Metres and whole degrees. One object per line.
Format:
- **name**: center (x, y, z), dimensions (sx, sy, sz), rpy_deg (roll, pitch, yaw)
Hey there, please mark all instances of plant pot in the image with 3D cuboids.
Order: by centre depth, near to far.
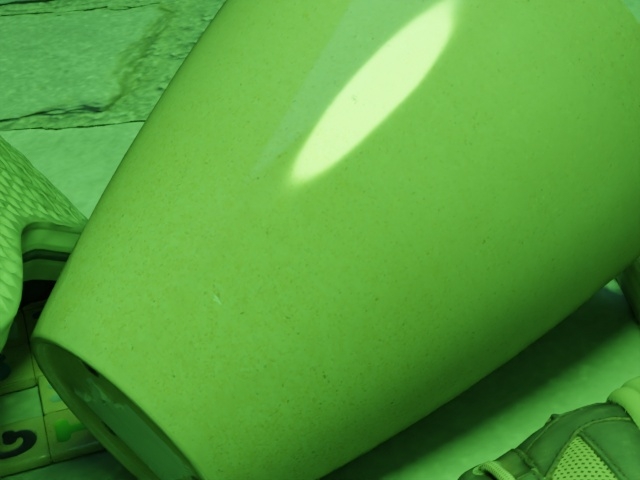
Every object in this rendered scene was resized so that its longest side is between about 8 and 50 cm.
- **plant pot**: center (0.000, 0.000, 0.775), dimensions (0.256, 0.256, 0.274), rpy_deg (22, 60, 44)

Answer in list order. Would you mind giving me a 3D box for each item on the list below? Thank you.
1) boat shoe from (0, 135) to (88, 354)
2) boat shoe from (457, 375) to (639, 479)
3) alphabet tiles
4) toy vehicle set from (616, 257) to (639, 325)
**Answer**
- **boat shoe**: center (-0.231, 0.011, 0.805), dimensions (0.156, 0.187, 0.500), rpy_deg (-48, 12, 6)
- **boat shoe**: center (0.121, 0.172, 0.535), dimensions (0.130, 0.132, 0.355), rpy_deg (-18, 20, 3)
- **alphabet tiles**: center (-0.150, 0.057, 0.922), dimensions (0.198, 0.009, 0.237), rpy_deg (-14, 29, -9)
- **toy vehicle set**: center (0.249, 0.002, 0.876), dimensions (0.166, 0.035, 0.267), rpy_deg (-9, 28, -1)
